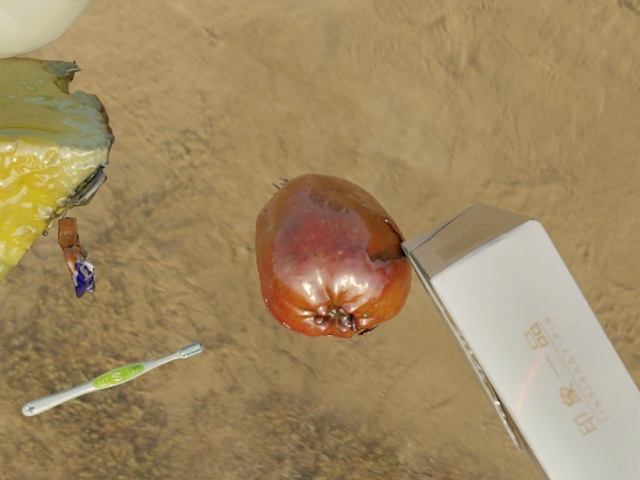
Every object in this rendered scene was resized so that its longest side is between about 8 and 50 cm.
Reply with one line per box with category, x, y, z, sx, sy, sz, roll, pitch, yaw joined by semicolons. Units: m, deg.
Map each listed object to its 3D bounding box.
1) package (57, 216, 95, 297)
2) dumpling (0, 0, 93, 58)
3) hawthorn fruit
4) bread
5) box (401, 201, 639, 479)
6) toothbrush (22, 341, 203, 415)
package;-0.330;0.021;1.457;0.033;0.077;0.110;-16;92;23
dumpling;-0.123;-0.148;0.418;0.151;0.229;0.124;-42;84;17
hawthorn fruit;0.000;0.000;1.496;0.211;0.211;0.299;-29;49;4
bread;-0.199;-0.029;0.647;0.160;0.169;0.140;-21;40;-13
box;0.115;0.057;0.629;0.067;0.233;0.149;-28;93;3
toothbrush;-0.287;0.192;1.504;0.263;0.026;0.022;-21;80;-3
